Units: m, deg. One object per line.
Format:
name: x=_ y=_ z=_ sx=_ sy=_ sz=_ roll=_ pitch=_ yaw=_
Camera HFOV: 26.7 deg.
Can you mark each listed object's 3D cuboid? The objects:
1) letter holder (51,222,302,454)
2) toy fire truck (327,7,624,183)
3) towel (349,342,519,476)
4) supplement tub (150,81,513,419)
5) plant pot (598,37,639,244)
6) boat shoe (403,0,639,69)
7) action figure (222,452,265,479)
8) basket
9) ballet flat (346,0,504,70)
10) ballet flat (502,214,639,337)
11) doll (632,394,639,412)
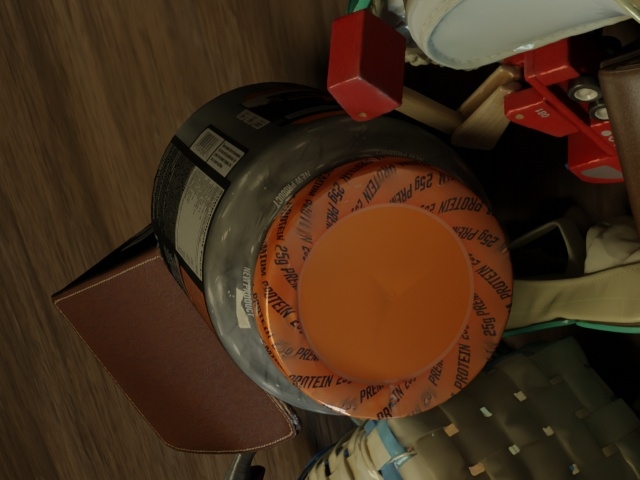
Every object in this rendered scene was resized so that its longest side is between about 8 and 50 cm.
letter holder: x=-0.090 y=0.075 z=1.265 sx=0.214 sy=0.152 sz=0.302 roll=55 pitch=151 yaw=-8
toy fire truck: x=0.109 y=-0.080 z=0.777 sx=0.135 sy=0.047 sz=0.192 roll=-14 pitch=150 yaw=35
towel: x=0.180 y=0.224 z=1.152 sx=0.370 sy=0.040 sz=0.271 roll=44 pitch=149 yaw=16
supplement tub: x=0.000 y=0.000 z=0.913 sx=0.193 sy=0.194 sz=0.316 roll=63 pitch=171 yaw=-18
plant pot: x=0.228 y=-0.035 z=0.692 sx=0.167 sy=0.167 sz=0.165 roll=-4 pitch=110 yaw=56
boat shoe: x=0.159 y=-0.141 z=0.600 sx=0.302 sy=0.113 sz=0.103 roll=-28 pitch=64 yaw=39
action figure: x=-0.049 y=0.348 z=1.337 sx=0.248 sy=0.275 sz=0.370 roll=38 pitch=-168 yaw=22
basket: x=0.094 y=0.215 z=0.975 sx=0.201 sy=0.255 sz=0.289 roll=59 pitch=149 yaw=19
ballet flat: x=0.125 y=-0.221 z=0.688 sx=0.147 sy=0.147 sz=0.409 roll=47 pitch=153 yaw=10
ballet flat: x=0.181 y=0.023 z=0.898 sx=0.248 sy=0.086 sz=0.086 roll=-10 pitch=114 yaw=59
doll: x=0.296 y=0.167 z=0.914 sx=0.189 sy=0.046 sz=0.129 roll=48 pitch=156 yaw=1
